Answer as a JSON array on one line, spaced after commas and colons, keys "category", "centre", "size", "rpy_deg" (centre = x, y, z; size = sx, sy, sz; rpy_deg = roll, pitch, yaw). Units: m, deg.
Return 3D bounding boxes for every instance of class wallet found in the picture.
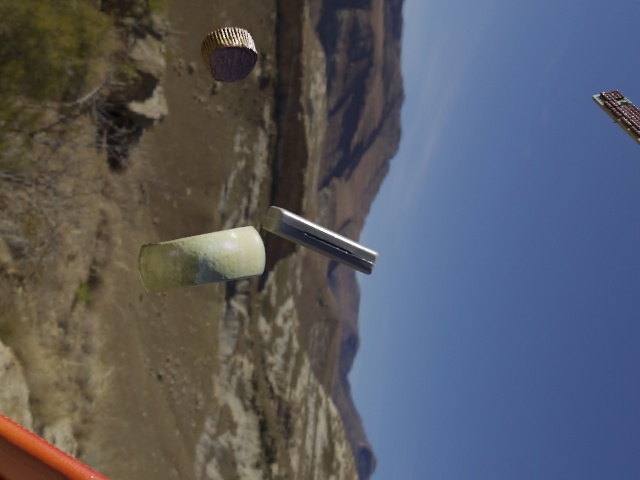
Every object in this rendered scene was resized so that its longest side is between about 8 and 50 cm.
[{"category": "wallet", "centre": [-0.257, 0.237, 0.710], "size": [0.045, 0.204, 0.142], "rpy_deg": [-46, 160, -55]}]

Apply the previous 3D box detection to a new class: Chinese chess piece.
[{"category": "Chinese chess piece", "centre": [-0.234, 0.038, 1.546], "size": [0.250, 0.250, 0.101], "rpy_deg": [-81, 161, -89]}]

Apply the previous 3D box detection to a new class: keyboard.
[{"category": "keyboard", "centre": [0.546, -0.221, 1.387], "size": [0.166, 0.055, 0.017], "rpy_deg": [-112, -170, -47]}]

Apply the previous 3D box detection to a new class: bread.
[{"category": "bread", "centre": [-0.134, -0.275, 1.143], "size": [0.085, 0.085, 0.053], "rpy_deg": [96, -19, -58]}]

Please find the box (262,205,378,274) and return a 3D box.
[{"category": "box", "centre": [0.000, 0.000, 1.649], "size": [0.055, 0.243, 0.103], "rpy_deg": [-67, -161, -1]}]
